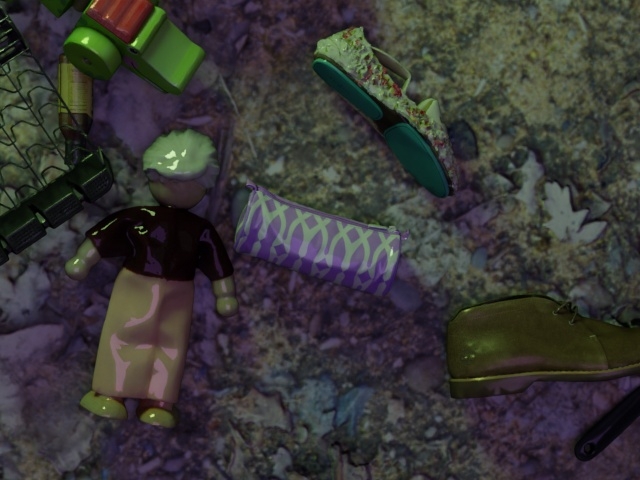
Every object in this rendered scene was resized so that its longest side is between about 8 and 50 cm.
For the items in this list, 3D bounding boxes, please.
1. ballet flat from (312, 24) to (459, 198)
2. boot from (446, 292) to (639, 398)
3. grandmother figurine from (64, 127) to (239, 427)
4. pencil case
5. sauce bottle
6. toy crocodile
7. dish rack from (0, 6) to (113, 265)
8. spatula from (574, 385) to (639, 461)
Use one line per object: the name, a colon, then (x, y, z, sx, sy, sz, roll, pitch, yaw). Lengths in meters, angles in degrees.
ballet flat: (0.093, -0.157, 1.790, 0.241, 0.091, 0.077, 46, 68, -13)
boot: (0.301, 0.114, 1.833, 0.305, 0.112, 0.115, -7, 87, 1)
grandmother figurine: (-0.193, 0.036, 1.777, 0.208, 0.104, 0.342, 12, 93, -31)
pencil case: (0.000, 0.000, 1.793, 0.206, 0.086, 0.088, 16, 114, -9)
sauce bottle: (-0.282, -0.151, 1.766, 0.042, 0.042, 0.128, 2, 101, -7)
toy crocodile: (-0.274, -0.285, 1.697, 0.340, 0.105, 0.115, 39, 66, -10)
dish rack: (-0.365, -0.112, 1.676, 0.208, 0.074, 0.271, -36, 116, -11)
spatula: (0.428, 0.172, 1.893, 0.296, 0.030, 0.084, -41, 99, 0)
